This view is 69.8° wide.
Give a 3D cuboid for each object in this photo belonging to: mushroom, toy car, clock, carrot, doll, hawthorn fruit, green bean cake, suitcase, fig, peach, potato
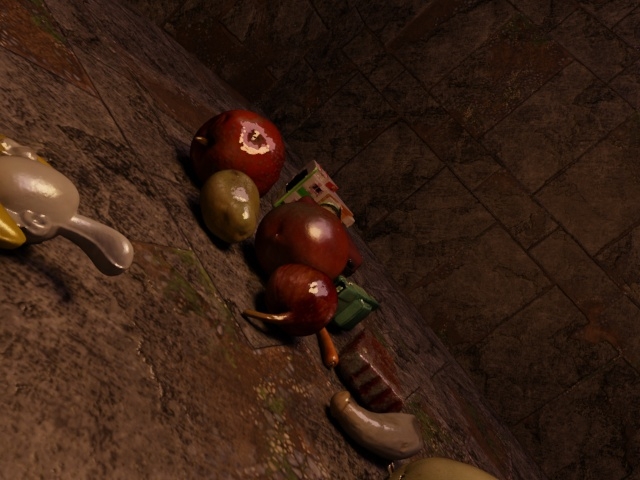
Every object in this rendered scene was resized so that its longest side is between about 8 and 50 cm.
[{"bbox_3d":[0.128,0.410,1.002,0.270,0.103,0.118,34,19,-35],"label":"mushroom"},{"bbox_3d":[0.081,0.194,1.348,0.097,0.141,0.321,53,7,28],"label":"toy car"},{"bbox_3d":[-0.009,-0.132,1.876,0.309,0.235,0.166,45,13,-24],"label":"clock"},{"bbox_3d":[0.010,0.261,1.201,0.037,0.037,0.190,44,9,-28],"label":"carrot"},{"bbox_3d":[-0.380,-0.055,0.556,0.237,0.111,0.252,38,5,32],"label":"doll"},{"bbox_3d":[-0.242,-0.243,1.318,0.300,0.275,0.275,17,33,-50],"label":"hawthorn fruit"},{"bbox_3d":[0.137,0.350,1.225,0.198,0.097,0.233,48,11,1],"label":"green bean cake"},{"bbox_3d":[0.000,0.000,1.668,0.297,0.161,0.236,41,15,-35],"label":"suitcase"},{"bbox_3d":[-0.056,0.149,1.035,0.175,0.175,0.207,48,26,-7],"label":"fig"},{"bbox_3d":[-0.053,0.010,1.220,0.252,0.252,0.252,47,12,-13],"label":"peach"},{"bbox_3d":[-0.217,-0.077,1.138,0.157,0.157,0.194,37,19,-48],"label":"potato"}]

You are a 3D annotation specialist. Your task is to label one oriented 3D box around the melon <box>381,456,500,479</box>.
[{"bbox_3d":[0.211,0.476,0.681,0.330,0.268,0.268,45,10,18],"label":"melon"}]
